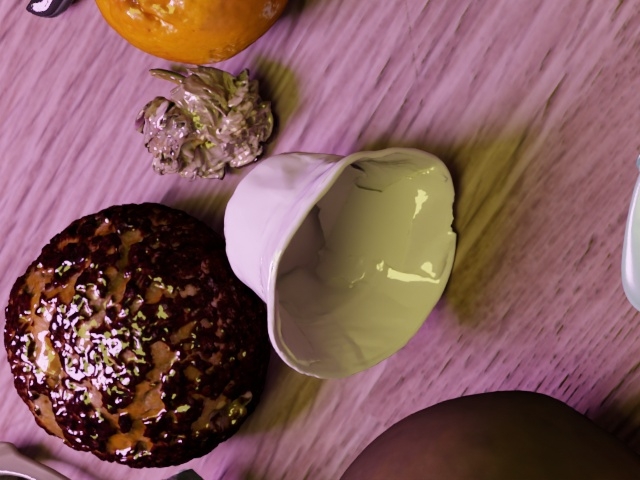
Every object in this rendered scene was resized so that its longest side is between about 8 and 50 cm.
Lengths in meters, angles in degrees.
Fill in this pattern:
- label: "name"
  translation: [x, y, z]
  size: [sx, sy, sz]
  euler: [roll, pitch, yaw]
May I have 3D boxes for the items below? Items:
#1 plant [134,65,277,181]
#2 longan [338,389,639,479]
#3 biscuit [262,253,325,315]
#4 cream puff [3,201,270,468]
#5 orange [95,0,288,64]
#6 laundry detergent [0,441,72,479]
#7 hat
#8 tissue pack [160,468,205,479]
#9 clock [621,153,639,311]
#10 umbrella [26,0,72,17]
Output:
- label: "plant"
  translation: [-0.103, -0.112, 1.596]
  size: [0.117, 0.104, 0.122]
  euler: [-20, 51, -1]
- label: "longan"
  translation: [0.130, 0.256, 1.392]
  size: [0.297, 0.297, 0.297]
  euler: [7, 103, 31]
- label: "biscuit"
  translation: [-0.027, 0.040, 1.597]
  size: [0.147, 0.018, 0.071]
  euler: [31, 118, 25]
- label: "cream puff"
  translation: [-0.164, 0.087, 1.599]
  size: [0.239, 0.165, 0.239]
  euler: [10, 108, 35]
- label: "orange"
  translation: [-0.107, -0.230, 1.515]
  size: [0.178, 0.155, 0.177]
  euler: [3, 103, 13]
- label: "laundry detergent"
  translation: [-0.292, 0.287, 1.766]
  size: [0.253, 0.091, 0.181]
  euler: [26, 110, 26]
- label: "hat"
  translation: [0.000, 0.000, 1.494]
  size: [0.126, 0.203, 0.203]
  euler: [26, 113, 43]
- label: "tissue pack"
  translation: [-0.085, 0.401, 1.559]
  size: [0.356, 0.194, 0.266]
  euler: [39, 100, 12]
- label: "clock"
  translation: [0.302, -0.026, 1.356]
  size: [0.148, 0.060, 0.188]
  euler: [13, 105, 30]
- label: "umbrella"
  translation: [-0.181, -0.283, 1.613]
  size: [0.071, 0.071, 0.248]
  euler: [46, 126, 16]
